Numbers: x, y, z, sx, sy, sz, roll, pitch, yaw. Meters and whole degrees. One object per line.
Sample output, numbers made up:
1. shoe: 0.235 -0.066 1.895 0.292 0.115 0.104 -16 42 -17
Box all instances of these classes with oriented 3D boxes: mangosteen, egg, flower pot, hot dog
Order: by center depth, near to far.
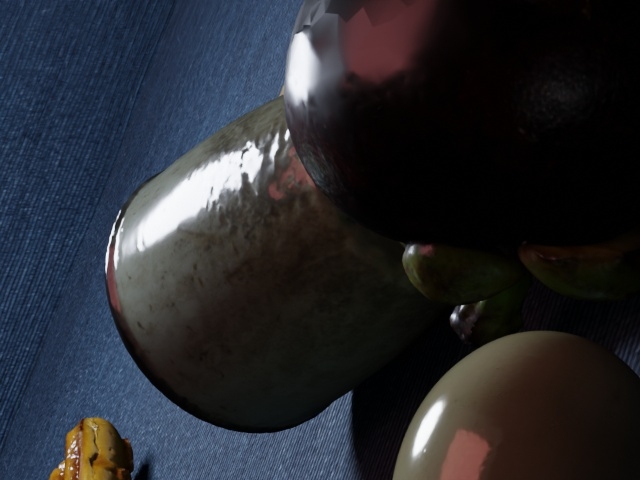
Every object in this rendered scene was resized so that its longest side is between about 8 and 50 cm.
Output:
1. egg: 0.136 0.177 1.091 0.186 0.186 0.241 154 131 -65
2. mangosteen: 0.129 -0.107 1.292 0.330 0.330 0.330 -55 21 33
3. flower pot: 0.000 0.000 1.597 0.330 0.294 0.293 -33 37 49
4. hot dog: -0.296 0.380 2.234 0.349 0.117 0.158 -103 34 -60

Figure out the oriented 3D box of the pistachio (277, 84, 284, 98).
1. pistachio: -0.002 -0.114 1.923 0.229 0.157 0.157 -162 95 -82
